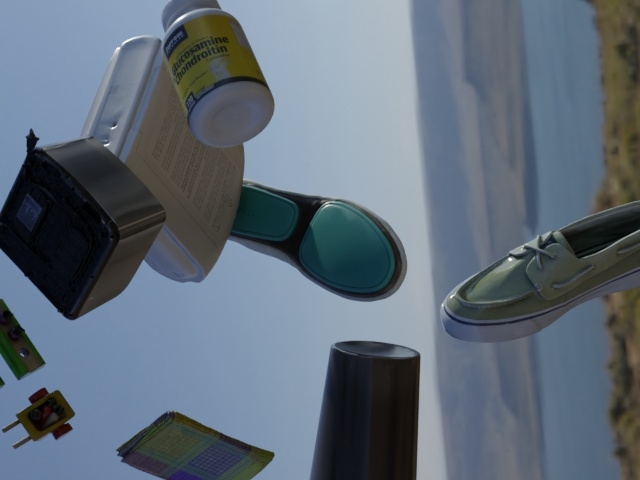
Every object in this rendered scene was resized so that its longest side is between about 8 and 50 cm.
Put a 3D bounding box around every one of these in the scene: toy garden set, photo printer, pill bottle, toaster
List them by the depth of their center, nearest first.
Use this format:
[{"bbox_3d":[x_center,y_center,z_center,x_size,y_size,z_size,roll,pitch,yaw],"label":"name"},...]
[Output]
[{"bbox_3d":[-0.128,-0.207,1.453,0.103,0.103,0.184,74,173,-57],"label":"pill bottle"},{"bbox_3d":[-0.300,-0.026,1.521,0.110,0.168,0.186,-28,-24,-53],"label":"toaster"},{"bbox_3d":[-0.443,0.198,1.560,0.244,0.049,0.204,-29,-99,-43],"label":"toy garden set"},{"bbox_3d":[-0.218,-0.103,1.781,0.307,0.107,0.256,53,-137,-49],"label":"photo printer"}]

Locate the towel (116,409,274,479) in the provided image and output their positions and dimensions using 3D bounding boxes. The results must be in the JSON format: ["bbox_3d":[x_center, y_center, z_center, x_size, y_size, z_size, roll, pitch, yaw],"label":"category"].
[{"bbox_3d":[-0.077,0.132,0.761,0.083,0.060,0.009,28,-143,-29],"label":"towel"}]

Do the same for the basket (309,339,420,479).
[{"bbox_3d":[0.067,0.263,1.735,0.204,0.154,0.227,-153,68,-76],"label":"basket"}]

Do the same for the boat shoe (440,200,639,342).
[{"bbox_3d":[0.281,0.029,1.480,0.109,0.302,0.094,-122,15,-49],"label":"boat shoe"}]

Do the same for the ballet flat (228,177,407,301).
[{"bbox_3d":[0.000,0.000,1.875,0.139,0.400,0.139,-22,-58,-41],"label":"ballet flat"}]
